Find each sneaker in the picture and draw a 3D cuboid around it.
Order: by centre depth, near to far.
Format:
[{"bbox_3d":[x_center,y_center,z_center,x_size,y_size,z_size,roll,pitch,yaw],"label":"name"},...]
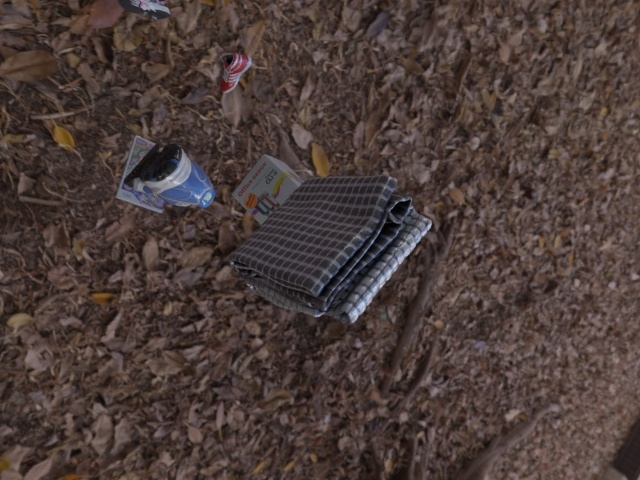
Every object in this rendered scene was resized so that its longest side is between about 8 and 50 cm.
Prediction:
[{"bbox_3d":[-0.213,-0.084,0.657,0.081,0.211,0.080,42,81,-31],"label":"sneaker"},{"bbox_3d":[-0.224,-0.408,1.134,0.118,0.042,0.067,-41,162,33],"label":"sneaker"},{"bbox_3d":[-0.539,-0.731,1.415,0.178,0.071,0.077,-14,93,-63],"label":"sneaker"}]

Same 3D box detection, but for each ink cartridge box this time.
[{"bbox_3d":[-0.089,-0.092,1.098,0.128,0.176,0.127,-49,166,11],"label":"ink cartridge box"}]

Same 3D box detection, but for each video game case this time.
[{"bbox_3d":[-0.323,-0.123,0.879,0.087,0.011,0.122,22,74,-37],"label":"video game case"}]

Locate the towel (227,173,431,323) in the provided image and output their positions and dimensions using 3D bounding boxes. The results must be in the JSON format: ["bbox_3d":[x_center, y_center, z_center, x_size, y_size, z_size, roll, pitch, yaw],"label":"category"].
[{"bbox_3d":[0.000,0.000,0.768,0.235,0.283,0.121,-46,120,-23],"label":"towel"}]
